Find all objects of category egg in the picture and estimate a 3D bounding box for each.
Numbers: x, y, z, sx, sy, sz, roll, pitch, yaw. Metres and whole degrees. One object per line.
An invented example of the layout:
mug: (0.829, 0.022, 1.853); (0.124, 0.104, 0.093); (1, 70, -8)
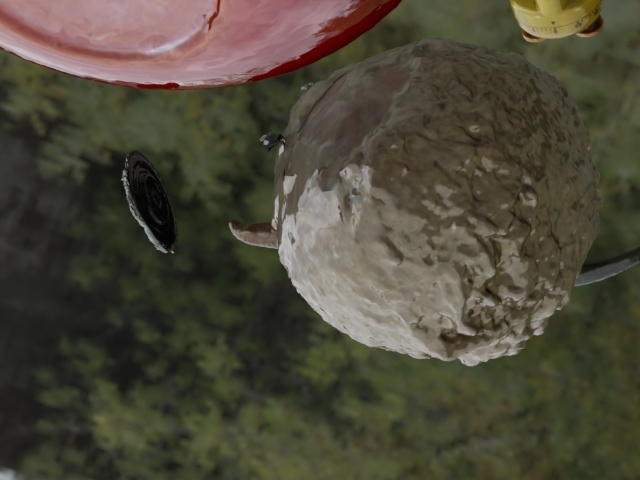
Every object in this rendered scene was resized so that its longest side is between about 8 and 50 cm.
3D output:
egg: (0.091, -0.032, 1.476); (0.279, 0.279, 0.310); (20, -147, 3)

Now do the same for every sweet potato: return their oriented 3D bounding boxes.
sweet potato: (0.000, 0.000, 2.053); (0.214, 0.050, 0.050); (7, 180, 5)

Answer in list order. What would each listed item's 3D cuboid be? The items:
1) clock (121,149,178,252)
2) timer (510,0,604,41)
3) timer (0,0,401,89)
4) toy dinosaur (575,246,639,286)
clock: (-0.120, -0.029, 1.310); (0.074, 0.010, 0.083); (59, -164, -28)
timer: (0.263, -0.279, 2.060); (0.107, 0.107, 0.109); (21, 147, 35)
timer: (-0.096, -0.250, 1.006); (0.378, 0.279, 0.378); (11, 152, 6)
toy dinosaur: (0.201, -0.010, 1.651); (0.087, 0.179, 0.187); (30, -156, -32)
